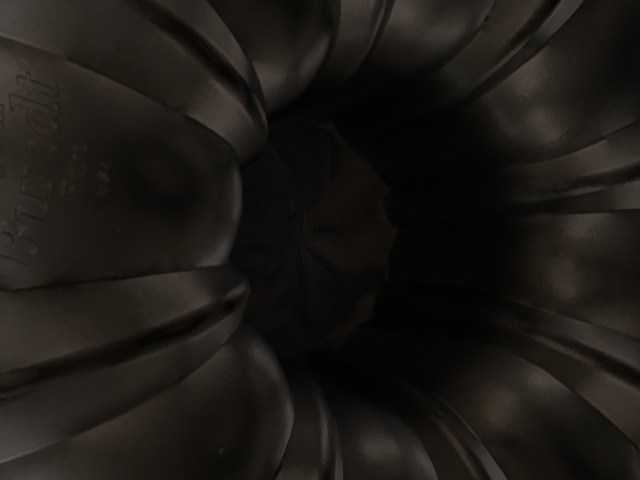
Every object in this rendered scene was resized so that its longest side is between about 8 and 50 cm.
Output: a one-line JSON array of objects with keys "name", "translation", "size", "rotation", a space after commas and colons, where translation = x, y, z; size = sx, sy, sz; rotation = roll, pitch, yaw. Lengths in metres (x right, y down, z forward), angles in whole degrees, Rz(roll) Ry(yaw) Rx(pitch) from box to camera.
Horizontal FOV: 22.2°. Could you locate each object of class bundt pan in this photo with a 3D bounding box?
[{"name": "bundt pan", "translation": [0.000, 0.000, 0.446], "size": [0.331, 0.124, 0.331], "rotation": [0, -89, -35]}]
